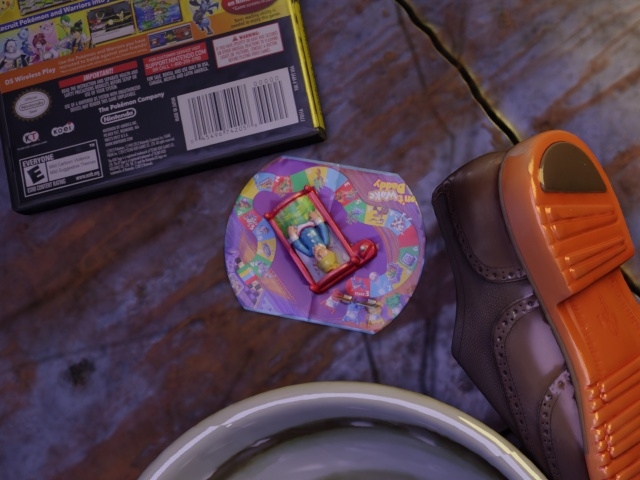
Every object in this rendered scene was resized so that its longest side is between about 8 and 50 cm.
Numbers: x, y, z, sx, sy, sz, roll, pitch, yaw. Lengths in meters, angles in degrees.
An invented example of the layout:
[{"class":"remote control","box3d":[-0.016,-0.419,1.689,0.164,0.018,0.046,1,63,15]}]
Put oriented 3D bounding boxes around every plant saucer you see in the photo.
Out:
[{"class":"plant saucer","box3d":[0.021,0.307,0.975,0.400,0.100,0.400,-2,83,12]}]

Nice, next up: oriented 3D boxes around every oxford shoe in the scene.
[{"class":"oxford shoe","box3d":[0.184,0.106,0.976,0.133,0.130,0.363,-17,88,45]}]

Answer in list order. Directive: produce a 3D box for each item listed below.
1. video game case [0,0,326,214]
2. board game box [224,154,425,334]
[{"class":"video game case","box3d":[-0.151,-0.173,1.103,0.275,0.035,0.248,-13,81,11]},{"class":"board game box","box3d":[0.000,0.000,1.051,0.169,0.033,0.133,11,86,12]}]
